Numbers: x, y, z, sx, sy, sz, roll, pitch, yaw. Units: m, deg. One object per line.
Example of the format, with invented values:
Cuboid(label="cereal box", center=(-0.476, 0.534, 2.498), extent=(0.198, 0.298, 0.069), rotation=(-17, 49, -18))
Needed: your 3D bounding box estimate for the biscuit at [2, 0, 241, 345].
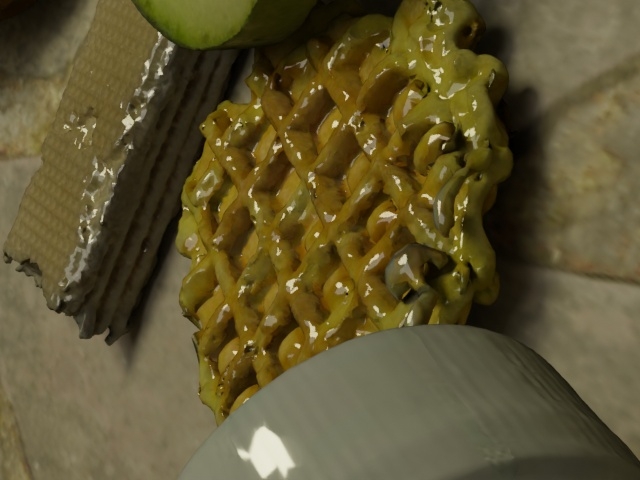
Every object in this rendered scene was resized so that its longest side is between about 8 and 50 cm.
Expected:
Cuboid(label="biscuit", center=(-0.119, -0.064, 1.112), extent=(0.108, 0.062, 0.238), rotation=(32, 102, 54))

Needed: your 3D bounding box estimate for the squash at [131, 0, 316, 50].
Cuboid(label="squash", center=(-0.065, -0.223, 0.947), extent=(0.252, 0.049, 0.252), rotation=(35, 132, 51))

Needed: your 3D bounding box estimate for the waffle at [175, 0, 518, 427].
Cuboid(label="waffle", center=(0.003, 0.001, 0.924), extent=(0.262, 0.060, 0.280), rotation=(-10, 66, 55))

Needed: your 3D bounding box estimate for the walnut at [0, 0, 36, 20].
Cuboid(label="walnut", center=(-0.277, -0.242, 1.301), extent=(0.213, 0.213, 0.213), rotation=(-27, 55, 46))

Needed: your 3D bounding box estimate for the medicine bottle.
Cuboid(label="medicine bottle", center=(0.090, 0.207, 0.582), extent=(0.211, 0.211, 0.371), rotation=(-59, 37, 19))
